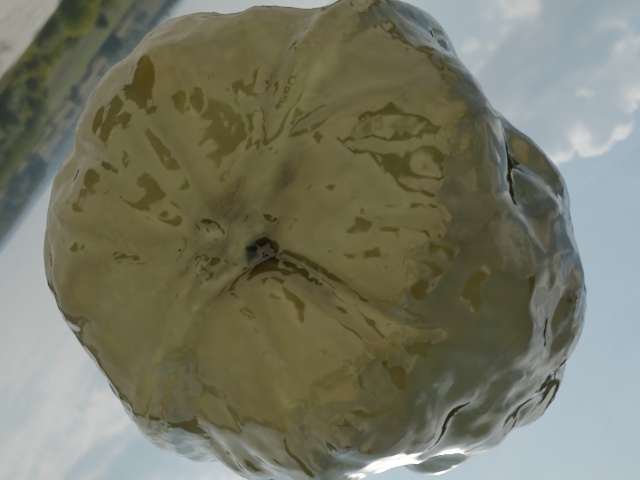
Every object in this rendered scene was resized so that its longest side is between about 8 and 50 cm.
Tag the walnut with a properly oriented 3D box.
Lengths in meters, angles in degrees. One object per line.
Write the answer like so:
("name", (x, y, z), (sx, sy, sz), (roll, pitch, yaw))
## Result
("walnut", (0.002, 0.001, 0.532), (0.277, 0.282, 0.253), (-6, 97, -63))
